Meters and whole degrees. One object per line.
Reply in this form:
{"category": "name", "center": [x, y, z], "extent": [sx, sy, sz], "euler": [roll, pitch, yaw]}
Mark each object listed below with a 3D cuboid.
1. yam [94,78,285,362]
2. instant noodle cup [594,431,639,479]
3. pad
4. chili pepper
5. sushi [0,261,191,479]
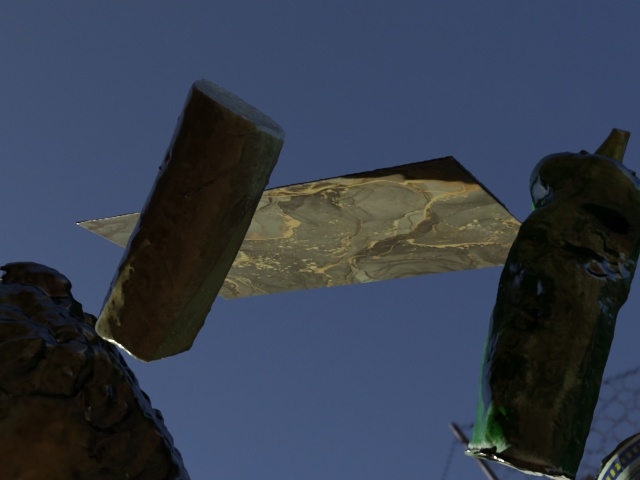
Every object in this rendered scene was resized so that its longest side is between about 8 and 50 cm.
{"category": "yam", "center": [-0.079, -0.009, 0.779], "extent": [0.068, 0.068, 0.169], "euler": [19, -79, -21]}
{"category": "instant noodle cup", "center": [0.433, 0.352, 1.370], "extent": [0.284, 0.312, 0.284], "euler": [-4, -68, -9]}
{"category": "pad", "center": [0.000, 0.000, 1.140], "extent": [0.368, 0.007, 0.247], "euler": [-8, -22, 29]}
{"category": "chili pepper", "center": [0.182, 0.041, 0.954], "extent": [0.099, 0.136, 0.270], "euler": [15, -100, 11]}
{"category": "sushi", "center": [-0.249, 0.224, 1.020], "extent": [0.294, 0.178, 0.352], "euler": [-28, -64, -12]}
